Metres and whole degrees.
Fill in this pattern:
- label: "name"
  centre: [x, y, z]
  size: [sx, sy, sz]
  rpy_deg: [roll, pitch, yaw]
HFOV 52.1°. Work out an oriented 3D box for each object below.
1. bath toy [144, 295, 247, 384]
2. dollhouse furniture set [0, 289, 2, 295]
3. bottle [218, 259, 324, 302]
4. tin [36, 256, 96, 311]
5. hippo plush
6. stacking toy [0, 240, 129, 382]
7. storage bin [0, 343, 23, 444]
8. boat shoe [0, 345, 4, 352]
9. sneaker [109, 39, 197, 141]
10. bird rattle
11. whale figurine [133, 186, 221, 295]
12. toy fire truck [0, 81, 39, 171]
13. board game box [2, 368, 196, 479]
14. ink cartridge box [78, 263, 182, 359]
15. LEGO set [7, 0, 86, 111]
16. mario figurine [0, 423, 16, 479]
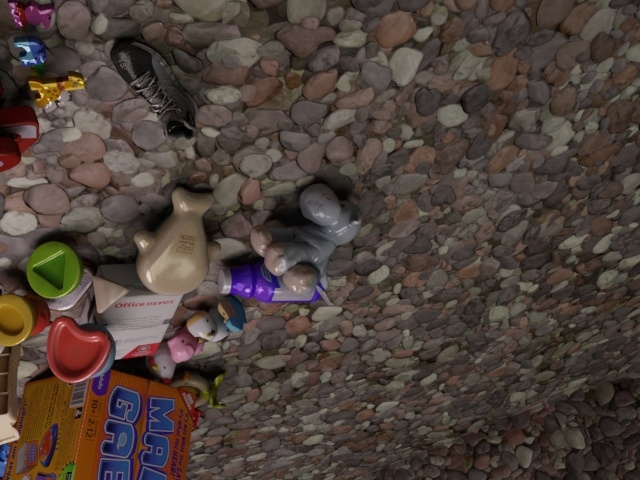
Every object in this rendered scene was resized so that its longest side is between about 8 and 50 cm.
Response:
- label: "bath toy"
  centre: [-0.370, 0.295, 1.880]
  size: [0.348, 0.129, 0.151]
  rpy_deg: [-35, 138, 19]
- label: "dollhouse furniture set"
  centre: [-0.798, 0.183, 1.624]
  size: [0.081, 0.091, 0.114]
  rpy_deg: [-24, 146, 30]
- label: "bottle"
  centre: [-0.133, 0.110, 1.775]
  size: [0.283, 0.118, 0.092]
  rpy_deg: [2, 138, -23]
- label: "tin"
  centre: [-0.635, 0.111, 1.636]
  size: [0.106, 0.040, 0.190]
  rpy_deg: [18, 127, -42]
- label: "hippo plush"
  centre: [0.000, 0.000, 1.607]
  size: [0.294, 0.234, 0.236]
  rpy_deg: [40, 102, -18]
- label: "stacking toy"
  centre: [-0.590, 0.165, 1.551]
  size: [0.279, 0.309, 0.130]
  rpy_deg: [-60, 171, 1]
- label: "storage bin"
  centre: [-0.900, 0.397, 1.674]
  size: [0.260, 0.262, 0.123]
  rpy_deg: [-15, 138, -5]
- label: "boat shoe"
  centre: [-0.944, 0.271, 1.616]
  size: [0.324, 0.116, 0.096]
  rpy_deg: [-15, 135, 11]
- label: "sneaker"
  centre: [-0.306, -0.274, 1.257]
  size: [0.086, 0.132, 0.229]
  rpy_deg: [-32, 139, 14]
- label: "bird rattle"
  centre: [-0.425, 0.496, 2.128]
  size: [0.253, 0.143, 0.207]
  rpy_deg: [-27, 130, 29]
- label: "whale figurine"
  centre: [-0.346, -0.005, 1.574]
  size: [0.216, 0.141, 0.272]
  rpy_deg: [9, 108, -30]
- label: "toy fire truck"
  centre: [-0.675, -0.176, 1.187]
  size: [0.302, 0.169, 0.254]
  rpy_deg: [-16, 175, -27]
- label: "board game box"
  centre: [-0.623, 0.592, 1.853]
  size: [0.356, 0.356, 0.356]
  rpy_deg: [-18, 147, 34]
- label: "ink cartridge box"
  centre: [-0.495, 0.185, 1.691]
  size: [0.197, 0.114, 0.273]
  rpy_deg: [-1, 139, -37]
- label: "LEGO set"
  centre: [-0.478, -0.314, 1.177]
  size: [0.093, 0.087, 0.227]
  rpy_deg: [-10, 140, -11]
- label: "mario figurine"
  centre: [-1.016, 0.700, 2.113]
  size: [0.198, 0.170, 0.320]
  rpy_deg: [34, 111, -4]
